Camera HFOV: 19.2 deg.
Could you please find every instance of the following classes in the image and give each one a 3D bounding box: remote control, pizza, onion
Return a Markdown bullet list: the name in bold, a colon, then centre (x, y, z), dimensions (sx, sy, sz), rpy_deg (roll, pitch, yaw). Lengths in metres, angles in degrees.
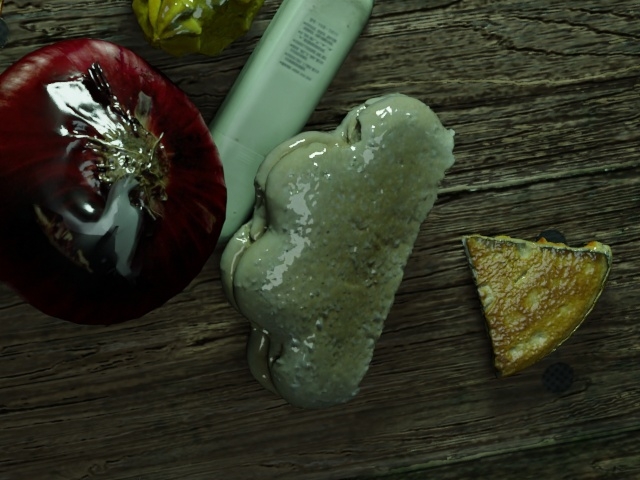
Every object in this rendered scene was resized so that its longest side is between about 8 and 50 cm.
- **remote control**: centre (-0.049, -0.136, 1.909), dimensions (0.090, 0.038, 0.309), rpy_deg (28, 99, -21)
- **pizza**: centre (0.207, 0.055, 2.024), dimensions (0.176, 0.036, 0.184), rpy_deg (28, 100, -17)
- **onion**: centre (-0.234, -0.049, 1.824), dimensions (0.273, 0.285, 0.273), rpy_deg (11, 70, -33)

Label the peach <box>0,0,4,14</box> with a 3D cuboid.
- **peach**: centre (-0.419, -0.241, 1.690), dimensions (0.245, 0.248, 0.274), rpy_deg (31, 106, 20)

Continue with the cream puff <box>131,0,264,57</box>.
- **cream puff**: centre (-0.118, -0.242, 1.824), dimensions (0.146, 0.116, 0.146), rpy_deg (-3, 107, -8)

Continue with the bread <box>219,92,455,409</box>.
- **bread**: centre (0.004, 0.002, 1.908), dimensions (0.183, 0.102, 0.337), rpy_deg (18, 97, -32)
